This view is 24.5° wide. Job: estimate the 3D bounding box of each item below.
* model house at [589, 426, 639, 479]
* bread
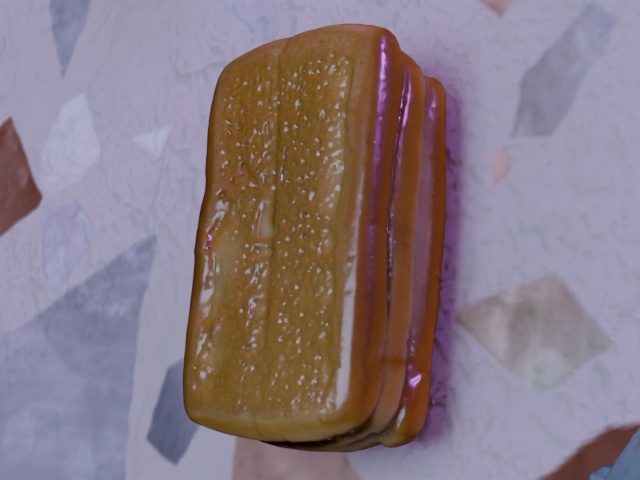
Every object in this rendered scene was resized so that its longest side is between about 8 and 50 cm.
[{"bbox_3d":[0.163,0.087,0.489,0.149,0.119,0.148,-56,15,-16],"label":"model house"},{"bbox_3d":[0.000,0.000,0.696,0.116,0.077,0.200,-12,67,46],"label":"bread"}]
